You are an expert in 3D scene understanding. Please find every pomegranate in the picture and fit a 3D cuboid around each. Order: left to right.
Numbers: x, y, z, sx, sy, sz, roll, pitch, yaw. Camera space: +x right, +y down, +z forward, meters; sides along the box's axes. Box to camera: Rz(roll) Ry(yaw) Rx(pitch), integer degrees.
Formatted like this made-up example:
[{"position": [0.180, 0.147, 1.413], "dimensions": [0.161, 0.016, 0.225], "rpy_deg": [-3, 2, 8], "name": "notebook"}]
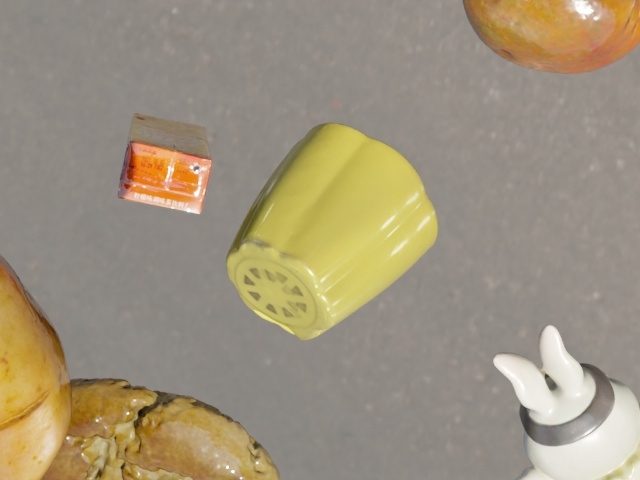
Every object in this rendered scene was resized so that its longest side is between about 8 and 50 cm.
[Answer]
[{"position": [-0.245, 0.080, 0.805], "dimensions": [0.209, 0.209, 0.209], "rpy_deg": [10, 138, 9], "name": "pomegranate"}]

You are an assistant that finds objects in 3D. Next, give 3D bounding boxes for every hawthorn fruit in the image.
[{"position": [0.294, -0.352, 1.996], "dimensions": [0.298, 0.277, 0.277], "rpy_deg": [-3, 135, 31], "name": "hawthorn fruit"}]

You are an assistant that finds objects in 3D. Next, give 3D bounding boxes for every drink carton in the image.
[{"position": [-0.180, -0.091, 1.715], "dimensions": [0.096, 0.223, 0.071], "rpy_deg": [11, 102, -9], "name": "drink carton"}]

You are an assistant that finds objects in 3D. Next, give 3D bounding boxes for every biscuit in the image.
[{"position": [-0.116, 0.177, 0.918], "dimensions": [0.226, 0.042, 0.226], "rpy_deg": [8, 124, 13], "name": "biscuit"}]

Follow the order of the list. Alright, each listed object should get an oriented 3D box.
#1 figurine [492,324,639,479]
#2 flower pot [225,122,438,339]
[{"position": [0.127, 0.103, 0.736], "dimensions": [0.146, 0.081, 0.098], "rpy_deg": [55, 168, -8], "name": "figurine"}, {"position": [0.000, 0.000, 1.604], "dimensions": [0.195, 0.179, 0.195], "rpy_deg": [26, 141, 23], "name": "flower pot"}]
